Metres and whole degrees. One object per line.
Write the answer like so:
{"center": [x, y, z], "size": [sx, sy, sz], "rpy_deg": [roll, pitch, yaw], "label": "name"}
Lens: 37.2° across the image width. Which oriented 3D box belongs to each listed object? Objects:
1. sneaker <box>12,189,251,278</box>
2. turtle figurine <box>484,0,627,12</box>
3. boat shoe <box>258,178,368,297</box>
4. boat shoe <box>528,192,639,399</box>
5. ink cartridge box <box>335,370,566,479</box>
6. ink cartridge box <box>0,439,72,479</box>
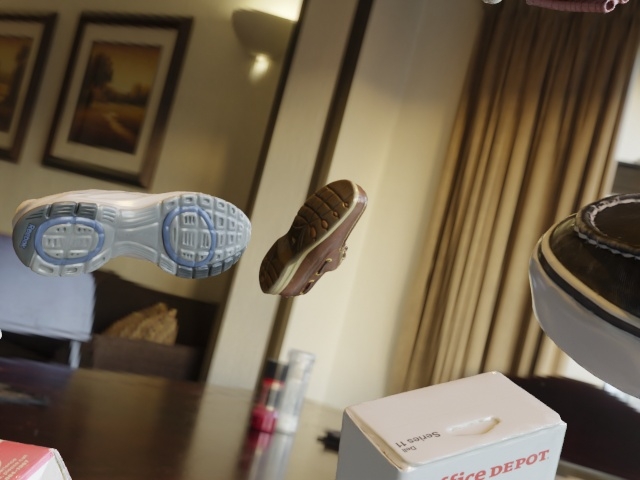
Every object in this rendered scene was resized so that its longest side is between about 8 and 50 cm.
{"center": [-0.226, -0.024, 1.147], "size": [0.297, 0.111, 0.129], "rpy_deg": [4, 17, -30], "label": "sneaker"}
{"center": [0.242, -0.385, 1.121], "size": [0.275, 0.197, 0.266], "rpy_deg": [20, 4, -7], "label": "turtle figurine"}
{"center": [0.000, 0.001, 1.040], "size": [0.060, 0.064, 0.178], "rpy_deg": [18, -49, -30], "label": "boat shoe"}
{"center": [0.176, 0.004, 0.274], "size": [0.108, 0.102, 0.301], "rpy_deg": [-24, 21, -25], "label": "boat shoe"}
{"center": [0.090, 0.218, 0.730], "size": [0.153, 0.208, 0.087], "rpy_deg": [-7, 27, -29], "label": "ink cartridge box"}
{"center": [-0.384, 0.271, 0.844], "size": [0.283, 0.117, 0.207], "rpy_deg": [0, 27, 32], "label": "ink cartridge box"}
